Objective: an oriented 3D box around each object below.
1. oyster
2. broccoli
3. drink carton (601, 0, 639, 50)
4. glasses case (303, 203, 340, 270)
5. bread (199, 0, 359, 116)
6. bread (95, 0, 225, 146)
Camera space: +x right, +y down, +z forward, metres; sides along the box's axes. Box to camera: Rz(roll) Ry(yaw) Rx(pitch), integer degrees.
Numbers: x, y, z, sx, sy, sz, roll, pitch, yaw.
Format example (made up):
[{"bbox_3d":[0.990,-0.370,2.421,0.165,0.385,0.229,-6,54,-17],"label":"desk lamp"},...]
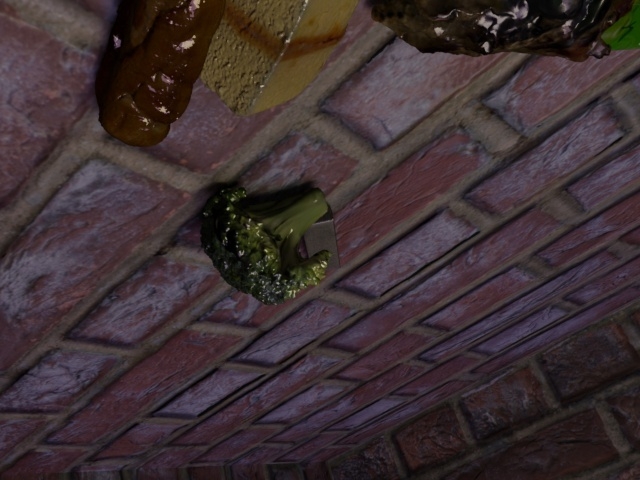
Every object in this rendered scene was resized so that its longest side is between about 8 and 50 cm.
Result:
[{"bbox_3d":[0.246,-0.343,0.747,0.361,0.096,0.221,5,117,10],"label":"oyster"},{"bbox_3d":[-0.088,-0.014,1.076,0.243,0.263,0.247,-40,120,-19],"label":"broccoli"},{"bbox_3d":[0.464,-0.375,0.877,0.271,0.108,0.161,-8,147,-16],"label":"drink carton"},{"bbox_3d":[0.000,0.000,1.261,0.071,0.047,0.205,-13,148,-1],"label":"glasses case"},{"bbox_3d":[-0.050,-0.304,0.792,0.178,0.135,0.240,-35,167,-48],"label":"bread"},{"bbox_3d":[-0.198,-0.249,0.733,0.124,0.084,0.344,15,137,-28],"label":"bread"}]
